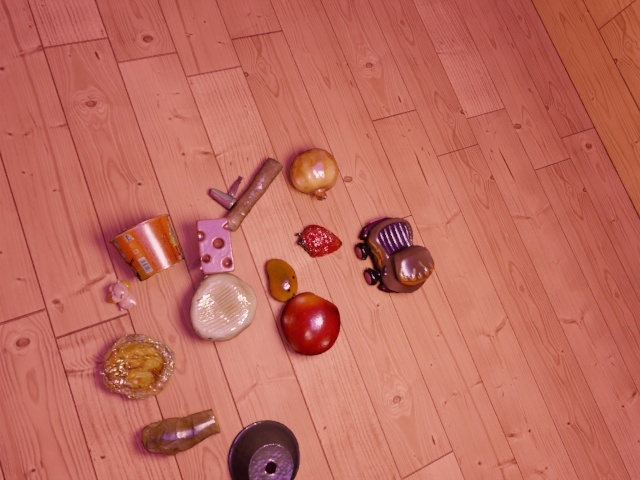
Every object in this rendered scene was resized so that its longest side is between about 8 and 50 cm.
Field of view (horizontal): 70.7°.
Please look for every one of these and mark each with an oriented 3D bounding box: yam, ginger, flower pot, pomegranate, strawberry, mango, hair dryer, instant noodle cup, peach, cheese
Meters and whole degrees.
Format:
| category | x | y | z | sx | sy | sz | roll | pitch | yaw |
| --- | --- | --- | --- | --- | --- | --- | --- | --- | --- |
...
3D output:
| category | x | y | z | sx | sy | sz | roll | pitch | yaw |
| --- | --- | --- | --- | --- | --- | --- | --- | --- | --- |
| yam | -0.276 | -0.192 | 1.846 | 0.081 | 0.081 | 0.356 | 34 | 68 | -5 |
| ginger | -0.483 | 0.671 | 1.570 | 0.263 | 0.116 | 0.109 | -9 | 120 | -21 |
| flower pot | -0.186 | 0.782 | 1.588 | 0.269 | 0.166 | 0.268 | 4 | 74 | -14 |
| pomegranate | -0.026 | -0.285 | 1.883 | 0.207 | 0.207 | 0.207 | 4 | 76 | -14 |
| strawberry | -0.003 | 0.000 | 1.871 | 0.192 | 0.085 | 0.140 | 35 | 69 | -6 |
| mango | -0.151 | 0.155 | 1.793 | 0.115 | 0.090 | 0.177 | -10 | 71 | -9 |
| hair dryer | -0.369 | -0.207 | 1.851 | 0.106 | 0.054 | 0.154 | 36 | 60 | 1 |
| instant noodle cup | -0.615 | 0.031 | 1.639 | 0.230 | 0.230 | 0.182 | -30 | 95 | -19 |
| peach | -0.040 | 0.321 | 1.721 | 0.244 | 0.199 | 0.243 | 1 | 78 | -4 |
| cheese | -0.405 | 0.030 | 1.707 | 0.128 | 0.177 | 0.202 | -8 | 85 | -16 |

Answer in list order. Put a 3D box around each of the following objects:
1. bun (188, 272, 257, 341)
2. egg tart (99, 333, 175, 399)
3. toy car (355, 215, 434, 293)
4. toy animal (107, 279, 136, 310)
| category | x | y | z | sx | sy | sz | roll | pitch | yaw |
| --- | --- | --- | --- | --- | --- | --- | --- | --- | --- |
| bun | -0.357 | 0.245 | 1.678 | 0.260 | 0.160 | 0.259 | 1 | 77 | -4 |
| egg tart | -0.636 | 0.438 | 1.593 | 0.253 | 0.098 | 0.231 | -11 | 86 | -13 |
| toy car | 0.318 | 0.054 | 1.858 | 0.271 | 0.240 | 0.340 | -20 | 85 | -20 |
| toy animal | -0.726 | 0.202 | 1.630 | 0.091 | 0.082 | 0.114 | -25 | 85 | -18 |
